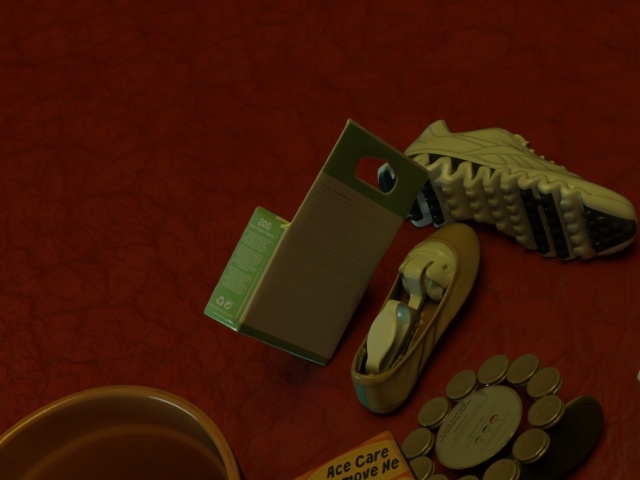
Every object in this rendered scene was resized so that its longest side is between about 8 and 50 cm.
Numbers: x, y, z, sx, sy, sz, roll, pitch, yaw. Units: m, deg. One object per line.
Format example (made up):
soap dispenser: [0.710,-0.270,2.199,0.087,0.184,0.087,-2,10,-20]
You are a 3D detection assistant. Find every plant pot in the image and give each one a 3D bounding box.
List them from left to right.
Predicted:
plant pot: [-0.177,0.306,1.387,0.291,0.203,0.291,-11,50,13]

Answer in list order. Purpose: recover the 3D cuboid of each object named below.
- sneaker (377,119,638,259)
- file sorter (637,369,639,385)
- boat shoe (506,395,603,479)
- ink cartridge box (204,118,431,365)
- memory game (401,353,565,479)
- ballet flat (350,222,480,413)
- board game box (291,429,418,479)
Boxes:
sneaker: [0.207,-0.064,1.610,0.292,0.110,0.118,16,51,31]
file sorter: [0.434,0.080,1.350,0.193,0.173,0.278,13,58,31]
boat shoe: [0.204,0.202,1.422,0.152,0.056,0.049,-43,17,-21]
ink cartridge box: [0.000,0.000,1.537,0.056,0.171,0.235,26,90,37]
memory game: [0.152,0.181,1.443,0.186,0.012,0.186,-31,30,20]
ballet flat: [0.098,0.066,1.547,0.080,0.073,0.232,11,63,32]
board game box: [0.010,0.436,1.106,0.356,0.356,0.356,-28,48,-1]
